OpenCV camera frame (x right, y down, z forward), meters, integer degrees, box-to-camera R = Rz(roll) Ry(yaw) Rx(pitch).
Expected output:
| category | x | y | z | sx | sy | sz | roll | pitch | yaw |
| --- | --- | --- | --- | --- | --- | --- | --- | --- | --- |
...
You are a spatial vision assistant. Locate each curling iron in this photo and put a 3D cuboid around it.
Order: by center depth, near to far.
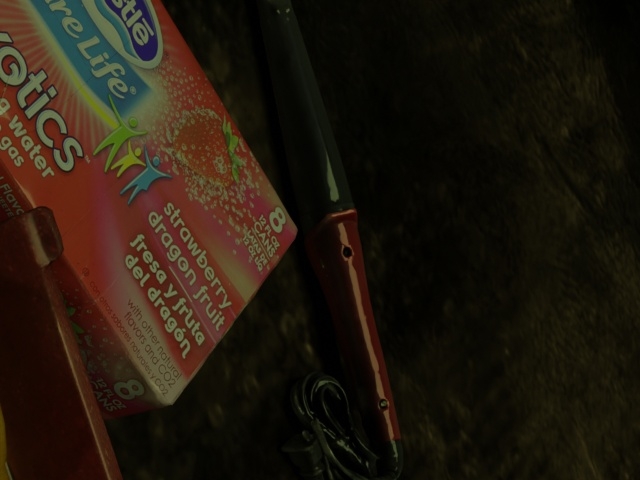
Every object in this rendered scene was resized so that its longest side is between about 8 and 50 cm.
| category | x | y | z | sx | sy | sz | roll | pitch | yaw |
| --- | --- | --- | --- | --- | --- | --- | --- | --- | --- |
| curling iron | 0.000 | 0.000 | 0.888 | 0.068 | 0.035 | 0.274 | 5 | 74 | -52 |

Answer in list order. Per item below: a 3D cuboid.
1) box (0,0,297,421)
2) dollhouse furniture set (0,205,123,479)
| category | x | y | z | sx | sy | sz | roll | pitch | yaw |
| --- | --- | --- | --- | --- | --- | --- | --- | --- | --- |
| box | -0.138 | -0.059 | 0.652 | 0.257 | 0.128 | 0.122 | 59 | 40 | -20 |
| dollhouse furniture set | -0.125 | 0.194 | 0.516 | 0.201 | 0.152 | 0.374 | -33 | 104 | -71 |
